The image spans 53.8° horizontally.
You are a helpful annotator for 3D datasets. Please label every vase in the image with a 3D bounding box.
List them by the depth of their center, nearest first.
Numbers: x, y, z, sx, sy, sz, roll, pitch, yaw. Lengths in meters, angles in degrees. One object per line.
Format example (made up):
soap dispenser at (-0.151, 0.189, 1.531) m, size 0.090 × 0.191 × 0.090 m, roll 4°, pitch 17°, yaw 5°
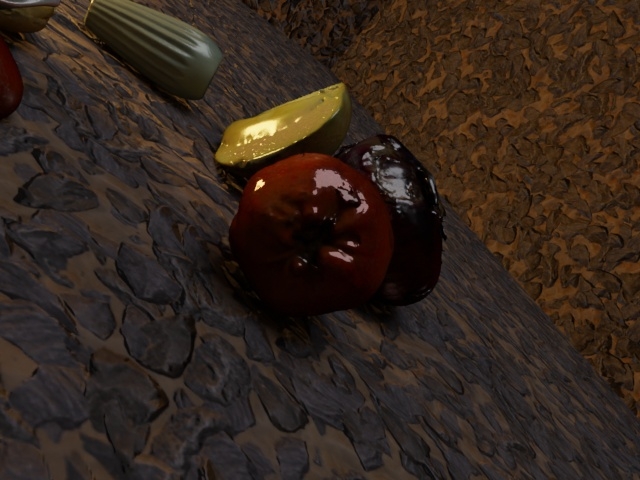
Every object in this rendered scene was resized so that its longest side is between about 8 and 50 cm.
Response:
vase at (-0.308, -0.362, 1.160) m, size 0.248 × 0.128 × 0.128 m, roll 28°, pitch 21°, yaw -14°

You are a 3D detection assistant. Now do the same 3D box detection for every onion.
onion at (0.102, -0.027, 1.104) m, size 0.314 × 0.232 × 0.314 m, roll -20°, pitch 90°, yaw -83°

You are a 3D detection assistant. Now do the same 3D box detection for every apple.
apple at (-0.062, -0.161, 1.085) m, size 0.120 × 0.264 × 0.193 m, roll 60°, pitch 30°, yaw -28°

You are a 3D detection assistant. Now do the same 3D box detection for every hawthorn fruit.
hawthorn fruit at (0.000, 0.000, 0.856) m, size 0.211 × 0.211 × 0.299 m, roll 46°, pitch 7°, yaw 12°

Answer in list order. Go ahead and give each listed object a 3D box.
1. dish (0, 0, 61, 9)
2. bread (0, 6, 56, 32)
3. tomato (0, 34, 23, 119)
dish at (-0.416, -0.320, 0.713) m, size 0.234 × 0.064 × 0.154 m, roll 12°, pitch 54°, yaw -29°
bread at (-0.469, -0.385, 0.856) m, size 0.236 × 0.120 × 0.198 m, roll 46°, pitch 16°, yaw 10°
tomato at (-0.385, -0.207, 0.673) m, size 0.159 × 0.091 × 0.139 m, roll 27°, pitch 26°, yaw -47°
